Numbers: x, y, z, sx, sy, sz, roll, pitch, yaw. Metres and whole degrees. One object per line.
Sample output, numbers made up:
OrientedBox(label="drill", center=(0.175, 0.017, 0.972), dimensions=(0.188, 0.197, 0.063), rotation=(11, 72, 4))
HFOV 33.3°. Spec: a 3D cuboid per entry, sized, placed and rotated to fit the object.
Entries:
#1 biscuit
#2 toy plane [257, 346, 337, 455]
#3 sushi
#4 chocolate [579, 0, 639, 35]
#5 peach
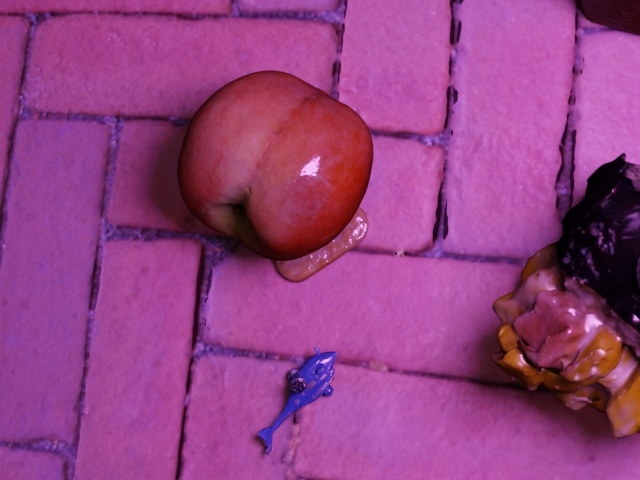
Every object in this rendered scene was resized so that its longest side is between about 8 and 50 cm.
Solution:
OrientedBox(label="biscuit", center=(0.000, 0.000, 1.483), dimensions=(0.147, 0.018, 0.071), rotation=(-34, 77, 5))
OrientedBox(label="toy plane", center=(-0.029, 0.216, 1.448), dimensions=(0.062, 0.054, 0.167), rotation=(39, 92, -11))
OrientedBox(label="sushi", center=(0.385, 0.091, 1.243), dimensions=(0.329, 0.328, 0.285), rotation=(32, 104, 1))
OrientedBox(label="chocolate", center=(0.361, -0.350, 1.306), dimensions=(0.112, 0.321, 0.112), rotation=(15, 85, 27))
OrientedBox(label="peach", center=(-0.055, -0.102, 1.403), dimensions=(0.252, 0.252, 0.252), rotation=(-2, 82, 13))
